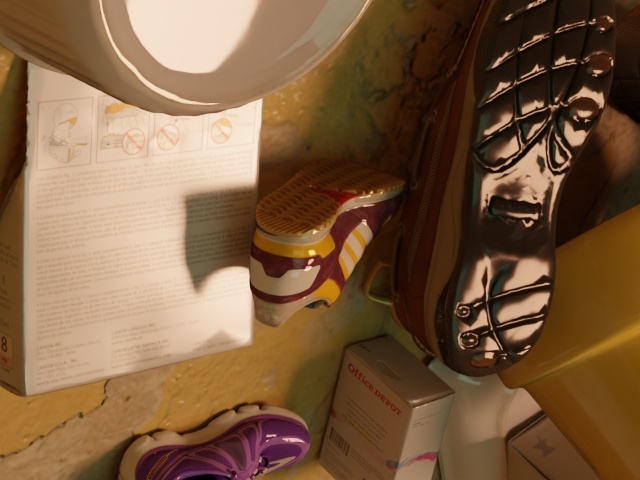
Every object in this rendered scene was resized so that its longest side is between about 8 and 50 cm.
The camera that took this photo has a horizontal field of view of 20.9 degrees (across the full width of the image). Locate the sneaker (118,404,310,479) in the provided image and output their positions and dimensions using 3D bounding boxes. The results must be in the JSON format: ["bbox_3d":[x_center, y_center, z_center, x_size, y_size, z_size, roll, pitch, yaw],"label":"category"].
[{"bbox_3d":[-0.073,0.179,1.326,0.170,0.071,0.068,-13,130,-38],"label":"sneaker"}]

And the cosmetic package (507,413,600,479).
[{"bbox_3d":[0.267,0.282,1.620,0.153,0.129,0.296,-30,138,-22],"label":"cosmetic package"}]

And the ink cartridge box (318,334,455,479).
[{"bbox_3d":[0.053,0.152,1.412,0.052,0.088,0.122,-15,130,-36],"label":"ink cartridge box"}]

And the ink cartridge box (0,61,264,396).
[{"bbox_3d":[-0.125,-0.027,1.138,0.189,0.066,0.232,-10,107,-39],"label":"ink cartridge box"}]

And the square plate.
[{"bbox_3d":[0.256,0.142,1.639,0.347,0.049,0.344,-34,140,-20],"label":"square plate"}]

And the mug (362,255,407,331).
[{"bbox_3d":[0.078,0.037,1.379,0.064,0.078,0.062,-64,173,31],"label":"mug"}]

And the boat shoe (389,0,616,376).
[{"bbox_3d":[0.117,-0.068,1.272,0.122,0.120,0.324,13,93,-34],"label":"boat shoe"}]

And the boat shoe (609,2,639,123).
[{"bbox_3d":[0.329,-0.131,1.438,0.116,0.123,0.324,-61,148,-4],"label":"boat shoe"}]

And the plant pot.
[{"bbox_3d":[0.277,0.096,1.386,0.254,0.239,0.254,-27,175,-2],"label":"plant pot"}]

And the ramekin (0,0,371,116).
[{"bbox_3d":[-0.071,-0.193,0.965,0.272,0.127,0.273,-24,133,-28],"label":"ramekin"}]

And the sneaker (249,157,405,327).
[{"bbox_3d":[0.000,0.000,1.218,0.185,0.069,0.084,-28,134,-58],"label":"sneaker"}]
